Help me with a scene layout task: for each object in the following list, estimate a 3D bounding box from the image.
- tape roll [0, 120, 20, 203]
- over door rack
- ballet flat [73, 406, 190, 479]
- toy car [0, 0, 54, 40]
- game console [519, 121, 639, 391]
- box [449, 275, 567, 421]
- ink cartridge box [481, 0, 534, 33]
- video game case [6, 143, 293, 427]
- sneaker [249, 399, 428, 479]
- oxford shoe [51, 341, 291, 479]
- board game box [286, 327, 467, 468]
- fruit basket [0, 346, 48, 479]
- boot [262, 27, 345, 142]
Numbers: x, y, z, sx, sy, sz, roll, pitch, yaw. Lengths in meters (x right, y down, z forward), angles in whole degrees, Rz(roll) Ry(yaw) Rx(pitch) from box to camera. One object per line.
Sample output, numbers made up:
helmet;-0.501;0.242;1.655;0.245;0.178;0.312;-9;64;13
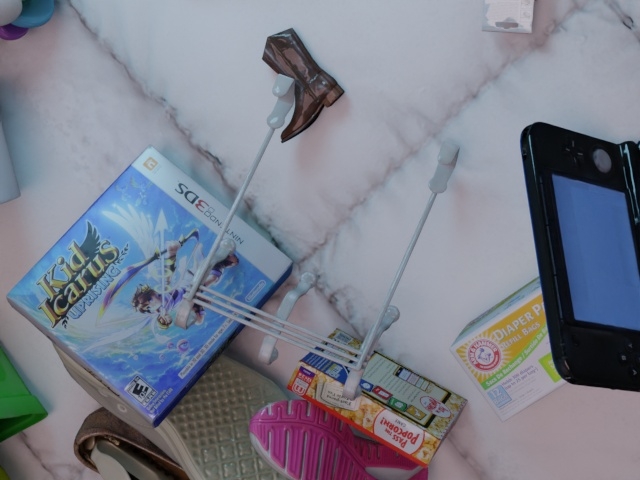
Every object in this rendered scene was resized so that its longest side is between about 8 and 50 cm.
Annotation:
tape roll;-0.532;-0.107;1.667;0.246;0.246;0.169;-9;100;21
over door rack;0.000;0.000;1.525;0.240;0.108;0.324;22;81;7
ballet flat;-0.204;0.342;1.729;0.316;0.106;0.107;29;110;11
toy car;-0.422;-0.320;1.646;0.182;0.159;0.136;5;139;18
game console;0.369;0.002;1.357;0.173;0.250;0.293;-27;61;45
box;0.269;0.106;1.506;0.203;0.103;0.114;-37;90;23
ink cartridge box;0.220;-0.298;1.470;0.063;0.029;0.115;7;106;18
video game case;-0.212;0.054;1.611;0.244;0.061;0.269;39;74;8
sneaker;0.008;0.276;1.592;0.252;0.103;0.111;30;153;-26
oxford shoe;-0.166;0.224;1.686;0.449;0.130;0.169;38;67;0
board game box;0.073;0.189;1.573;0.193;0.147;0.045;29;110;12
fruit basket;-0.563;0.331;1.788;0.392;0.283;0.392;-2;85;27
boot;-0.043;-0.193;1.584;0.106;0.037;0.114;-42;90;10
